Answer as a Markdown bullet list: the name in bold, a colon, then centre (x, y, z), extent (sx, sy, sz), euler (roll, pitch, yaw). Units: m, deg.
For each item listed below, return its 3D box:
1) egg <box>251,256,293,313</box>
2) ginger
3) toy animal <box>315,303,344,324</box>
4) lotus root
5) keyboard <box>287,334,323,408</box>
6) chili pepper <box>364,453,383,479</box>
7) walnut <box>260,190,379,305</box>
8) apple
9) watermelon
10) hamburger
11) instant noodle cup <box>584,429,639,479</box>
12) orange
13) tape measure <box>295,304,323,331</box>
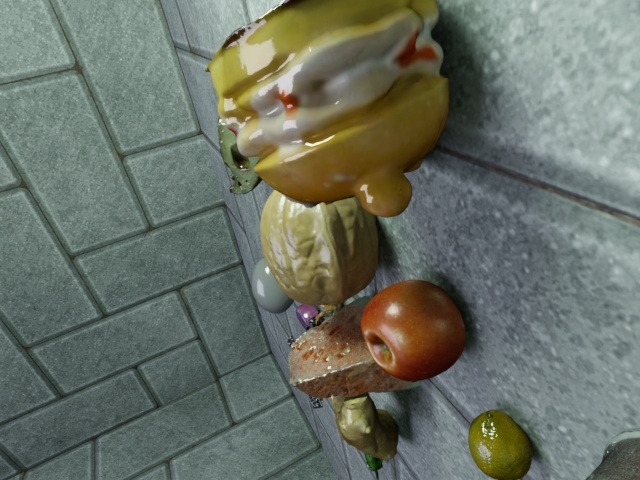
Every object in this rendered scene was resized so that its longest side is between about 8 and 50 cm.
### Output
- **egg**: centre (-0.186, 0.169, 1.609), extent (0.176, 0.176, 0.232), euler (29, 138, 64)
- **ginger**: centre (0.098, 0.432, 0.982), extent (0.363, 0.122, 0.348), euler (58, 177, -9)
- **toy animal**: centre (0.035, 0.203, 1.163), extent (0.114, 0.116, 0.256), euler (100, 157, -70)
- **lotus root**: centre (-0.216, -0.291, 1.244), extent (0.314, 0.141, 0.210), euler (93, -172, -62)
- **keyboard**: centre (-0.052, 0.409, 1.272), extent (0.231, 0.023, 0.072), euler (65, 160, 16)
- **chili pepper**: centre (0.179, 0.674, 1.311), extent (0.122, 0.065, 0.279), euler (-125, 25, -47)
- **walnut**: centre (0.000, 0.000, 0.777), extent (0.225, 0.224, 0.261), euler (-164, 59, -69)
- **apple**: centre (0.144, 0.144, 0.654), extent (0.163, 0.139, 0.164), euler (160, 90, -74)
- **watermelon**: centre (0.053, 0.241, 0.854), extent (0.193, 0.256, 0.140), euler (-131, 25, -62)
- **hamburger**: centre (0.025, -0.155, 0.485), extent (0.237, 0.276, 0.276), euler (62, 165, -18)
- **instant noodle cup**: centre (0.278, 0.311, 0.341), extent (0.217, 0.207, 0.218), euler (54, 157, 36)
- **orange**: centre (0.257, 0.294, 0.593), extent (0.095, 0.085, 0.085), euler (67, 163, -5)
- **tape measure**: centre (-0.033, 0.283, 1.467), extent (0.118, 0.074, 0.125), euler (43, 155, 43)
